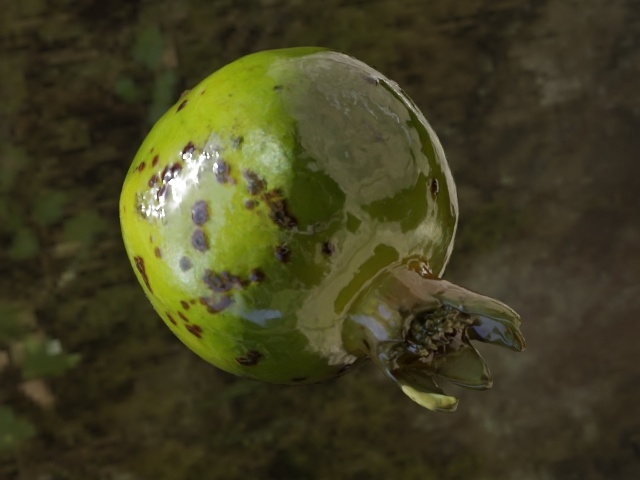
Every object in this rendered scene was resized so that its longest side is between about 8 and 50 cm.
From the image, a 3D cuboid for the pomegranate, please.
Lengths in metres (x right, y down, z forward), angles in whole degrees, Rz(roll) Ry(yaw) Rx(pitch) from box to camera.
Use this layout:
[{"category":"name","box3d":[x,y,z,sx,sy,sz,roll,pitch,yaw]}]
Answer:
[{"category":"pomegranate","box3d":[0.010,-0.008,1.071,0.246,0.198,0.198,9,118,24]}]
